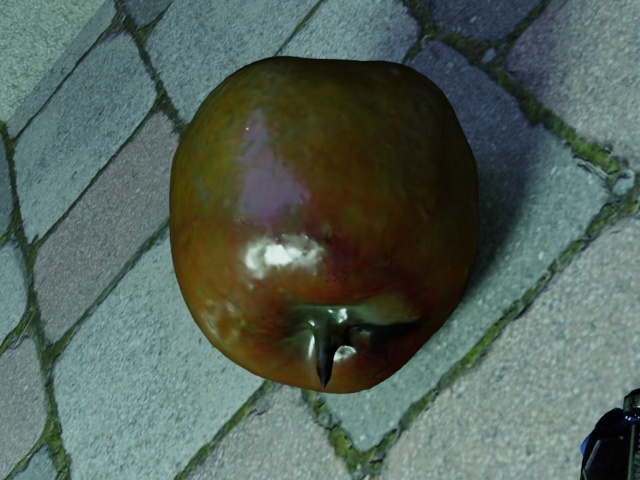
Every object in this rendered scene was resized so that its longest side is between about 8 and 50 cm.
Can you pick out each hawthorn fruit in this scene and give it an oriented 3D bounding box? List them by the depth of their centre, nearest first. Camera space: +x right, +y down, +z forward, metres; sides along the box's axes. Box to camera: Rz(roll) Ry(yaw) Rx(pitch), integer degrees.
[{"bbox_3d":[0.000,0.000,0.949,0.268,0.268,0.300,-26,46,37],"label":"hawthorn fruit"}]

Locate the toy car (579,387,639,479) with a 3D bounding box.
[{"bbox_3d":[0.249,0.136,0.676,0.216,0.063,0.103,-23,44,48],"label":"toy car"}]
